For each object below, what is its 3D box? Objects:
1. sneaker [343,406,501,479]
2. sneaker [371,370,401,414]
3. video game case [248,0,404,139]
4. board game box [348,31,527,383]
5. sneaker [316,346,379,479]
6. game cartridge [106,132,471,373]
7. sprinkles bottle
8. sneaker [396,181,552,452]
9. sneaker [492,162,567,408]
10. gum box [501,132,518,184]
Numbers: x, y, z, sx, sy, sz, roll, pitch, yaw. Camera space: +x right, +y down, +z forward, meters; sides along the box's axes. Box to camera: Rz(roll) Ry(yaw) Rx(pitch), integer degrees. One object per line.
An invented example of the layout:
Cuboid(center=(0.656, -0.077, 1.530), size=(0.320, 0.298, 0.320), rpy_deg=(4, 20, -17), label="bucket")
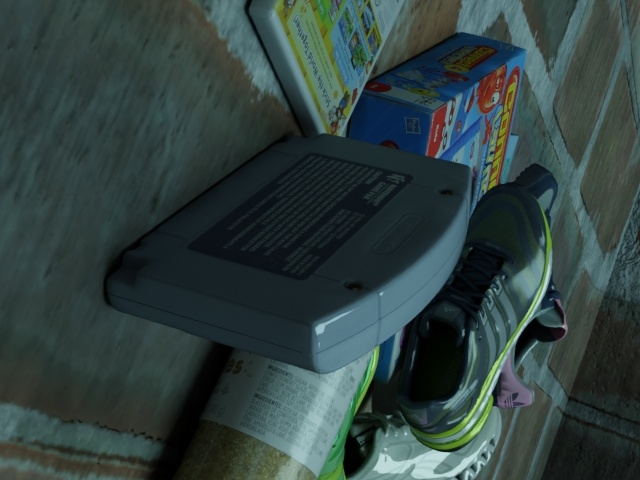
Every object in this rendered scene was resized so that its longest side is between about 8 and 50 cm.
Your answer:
Cuboid(center=(0.085, 0.236, 1.358), size=(0.292, 0.110, 0.118), rpy_deg=(-26, 121, -26), label="sneaker")
Cuboid(center=(0.151, 0.178, 1.575), size=(0.296, 0.104, 0.147), rpy_deg=(-59, 151, -42), label="sneaker")
Cuboid(center=(0.017, -0.214, 1.043), size=(0.206, 0.026, 0.227), rpy_deg=(-65, 159, -18), label="video game case")
Cuboid(center=(0.116, -0.046, 1.337), size=(0.302, 0.086, 0.308), rpy_deg=(-37, 140, -56), label="board game box")
Cuboid(center=(-0.021, 0.208, 1.189), size=(0.123, 0.109, 0.296), rpy_deg=(12, 86, -67), label="sneaker")
Cuboid(center=(0.000, 0.000, 0.929), size=(0.294, 0.196, 0.060), rpy_deg=(-42, 136, -53), label="game cartridge")
Cuboid(center=(-0.018, 0.105, 1.071), size=(0.355, 0.121, 0.121), rpy_deg=(-65, 158, -19), label="sprinkles bottle")
Cuboid(center=(0.162, 0.074, 1.284), size=(0.121, 0.111, 0.300), rpy_deg=(42, 65, -63), label="sneaker")
Cuboid(center=(0.242, 0.057, 1.427), size=(0.319, 0.131, 0.112), rpy_deg=(-64, 158, -21), label="sneaker")
Cuboid(center=(0.202, -0.069, 1.596), size=(0.184, 0.041, 0.157), rpy_deg=(-9, 115, -66), label="gum box")
